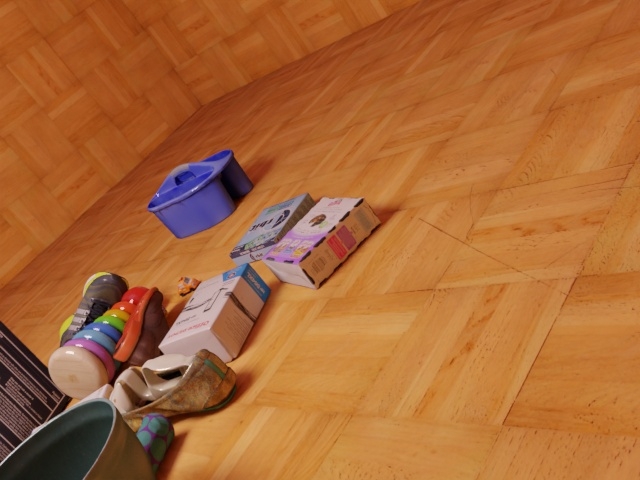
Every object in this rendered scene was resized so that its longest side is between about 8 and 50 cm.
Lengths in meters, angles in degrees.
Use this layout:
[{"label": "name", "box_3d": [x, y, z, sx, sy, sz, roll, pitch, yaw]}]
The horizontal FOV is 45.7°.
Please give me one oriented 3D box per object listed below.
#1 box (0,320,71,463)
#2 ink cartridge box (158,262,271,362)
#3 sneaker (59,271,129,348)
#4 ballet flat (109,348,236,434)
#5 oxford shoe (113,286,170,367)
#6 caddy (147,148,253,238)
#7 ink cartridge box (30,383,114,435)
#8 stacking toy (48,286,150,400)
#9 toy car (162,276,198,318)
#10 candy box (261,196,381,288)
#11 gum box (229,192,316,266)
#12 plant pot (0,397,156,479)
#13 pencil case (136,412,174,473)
[{"label": "box", "box_3d": [-0.752, 0.360, 1.641, 0.183, 0.296, 0.294, -25, 23, 29]}, {"label": "ink cartridge box", "box_3d": [-0.206, 0.155, 1.503, 0.148, 0.086, 0.203, -23, 24, 31]}, {"label": "sneaker", "box_3d": [-0.568, 0.202, 1.901, 0.300, 0.111, 0.121, -55, 26, 27]}, {"label": "ballet flat", "box_3d": [-0.302, 0.271, 1.372, 0.348, 0.123, 0.123, -23, 25, 33]}, {"label": "oxford shoe", "box_3d": [-0.379, 0.197, 1.684, 0.097, 0.098, 0.271, -54, 15, 23]}, {"label": "caddy", "box_3d": [-0.372, -0.153, 2.278, 0.341, 0.179, 0.241, -18, 27, 40]}, {"label": "ink cartridge box", "box_3d": [-0.514, 0.405, 1.518, 0.208, 0.045, 0.206, -31, 22, 11]}, {"label": "stacking toy", "box_3d": [-0.485, 0.217, 1.767, 0.141, 0.141, 0.330, -25, 19, 28]}, {"label": "toy car", "box_3d": [-0.345, 0.130, 1.834, 0.060, 0.040, 0.122, -20, 26, 37]}, {"label": "candy box", "box_3d": [0.000, 0.000, 1.526, 0.196, 0.070, 0.165, -45, 22, -19]}, {"label": "gum box", "box_3d": [-0.112, -0.026, 1.797, 0.157, 0.041, 0.184, -17, 27, 40]}, {"label": "plant pot", "box_3d": [-0.338, 0.396, 1.053, 0.293, 0.196, 0.293, -31, 21, 13]}, {"label": "pencil case", "box_3d": [-0.293, 0.358, 1.244, 0.070, 0.064, 0.151, -33, 19, 31]}]
